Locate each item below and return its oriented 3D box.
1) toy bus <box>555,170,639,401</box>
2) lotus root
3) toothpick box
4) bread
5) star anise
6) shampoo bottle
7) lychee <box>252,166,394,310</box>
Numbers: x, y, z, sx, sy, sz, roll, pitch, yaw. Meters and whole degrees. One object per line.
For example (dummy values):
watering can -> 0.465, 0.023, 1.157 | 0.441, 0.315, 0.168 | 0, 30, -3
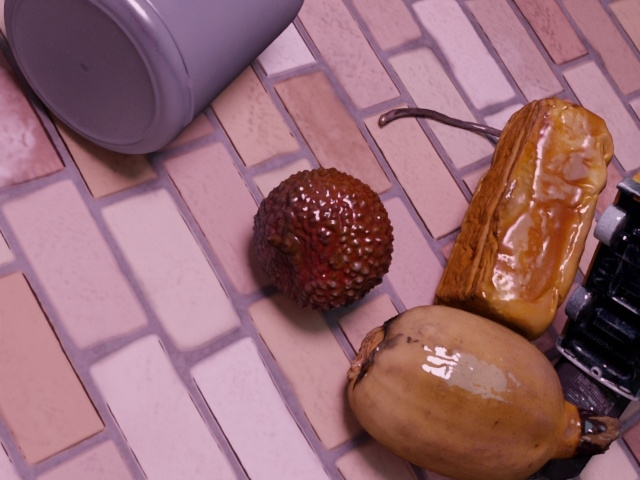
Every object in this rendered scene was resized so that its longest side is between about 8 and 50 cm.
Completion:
toy bus -> 0.395, 0.040, 1.252 | 0.138, 0.275, 0.167 | 34, 47, 26
lotus root -> 0.184, 0.184, 1.188 | 0.310, 0.183, 0.183 | 21, 56, -4
toothpick box -> -0.157, -0.295, 1.205 | 0.263, 0.263, 0.355 | 43, 52, -4
bread -> 0.256, -0.026, 1.314 | 0.132, 0.167, 0.294 | 25, 77, -6
star anise -> 0.216, -0.129, 1.479 | 0.227, 0.218, 0.148 | 9, 90, 20
shampoo bottle -> 0.312, 0.212, 1.321 | 0.098, 0.071, 0.309 | 49, 53, 1
lychee -> 0.000, 0.000, 1.199 | 0.197, 0.165, 0.165 | -24, 79, -53
